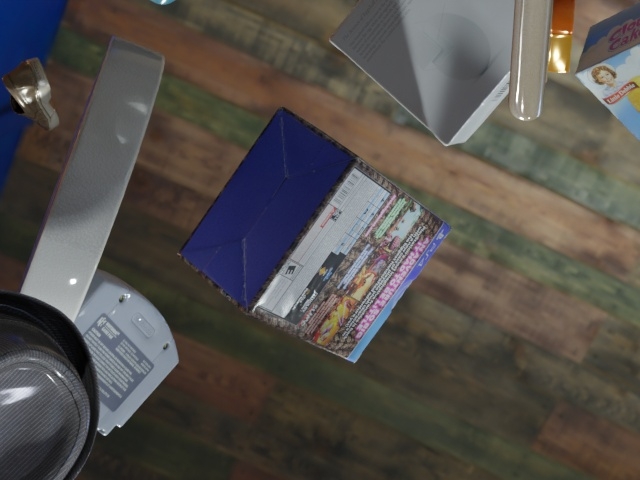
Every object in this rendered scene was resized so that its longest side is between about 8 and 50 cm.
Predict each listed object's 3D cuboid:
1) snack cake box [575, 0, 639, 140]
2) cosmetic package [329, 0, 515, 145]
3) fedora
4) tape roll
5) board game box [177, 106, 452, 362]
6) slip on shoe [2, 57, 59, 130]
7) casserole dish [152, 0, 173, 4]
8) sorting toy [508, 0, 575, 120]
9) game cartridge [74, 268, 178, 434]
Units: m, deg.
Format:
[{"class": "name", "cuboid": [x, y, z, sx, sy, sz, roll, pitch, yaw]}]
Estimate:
[{"class": "snack cake box", "cuboid": [0.434, -0.210, 1.425, 0.152, 0.264, 0.089, 39, -126, -21]}, {"class": "cosmetic package", "cuboid": [0.177, -0.288, 1.780, 0.224, 0.224, 0.138, 43, -163, 8]}, {"class": "fedora", "cuboid": [-0.308, 0.175, 1.130, 0.275, 0.244, 0.124, -35, -158, -19]}, {"class": "tape roll", "cuboid": [-0.284, -0.055, 1.554, 0.072, 0.392, 0.392, 21, -159, -12]}, {"class": "board game box", "cuboid": [0.000, 0.000, 1.673, 0.141, 0.232, 0.291, 37, -177, 33]}, {"class": "slip on shoe", "cuboid": [-0.294, -0.143, 1.312, 0.051, 0.041, 0.135, 65, 167, 7]}, {"class": "casserole dish", "cuboid": [-0.224, -0.393, 1.670, 0.188, 0.114, 0.037, 45, 161, -15]}, {"class": "sorting toy", "cuboid": [0.166, -0.211, 0.900, 0.038, 0.193, 0.208, 7, -145, 12]}, {"class": "game cartridge", "cuboid": [-0.326, 0.166, 1.954, 0.062, 0.198, 0.297, 30, 163, 29]}]
